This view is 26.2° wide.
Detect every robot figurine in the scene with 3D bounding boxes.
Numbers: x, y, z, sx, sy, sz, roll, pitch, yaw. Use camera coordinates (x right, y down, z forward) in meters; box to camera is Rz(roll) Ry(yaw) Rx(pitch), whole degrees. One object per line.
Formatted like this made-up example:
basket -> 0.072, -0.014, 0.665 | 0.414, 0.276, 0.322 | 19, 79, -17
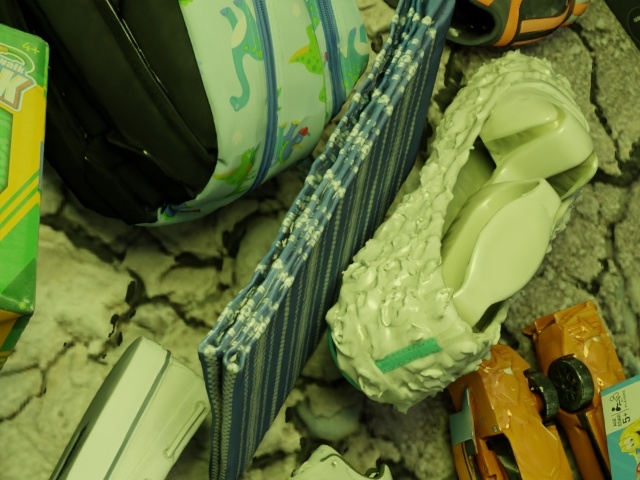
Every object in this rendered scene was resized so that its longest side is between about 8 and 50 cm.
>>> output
robot figurine -> 0.204, 0.205, 1.100 | 0.211, 0.085, 0.291 | -14, 82, -31

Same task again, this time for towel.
towel -> 0.000, 0.000, 0.970 | 0.040, 0.243, 0.336 | 25, 61, 10

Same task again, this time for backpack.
backpack -> -0.123, -0.189, 0.927 | 0.273, 0.290, 0.356 | -15, 90, -47

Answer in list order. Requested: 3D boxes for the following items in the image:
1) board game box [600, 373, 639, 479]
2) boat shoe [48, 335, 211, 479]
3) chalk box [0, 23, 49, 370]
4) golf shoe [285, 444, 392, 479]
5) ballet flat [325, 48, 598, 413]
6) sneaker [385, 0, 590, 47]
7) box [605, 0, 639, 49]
board game box -> 0.355, 0.279, 1.053 | 0.308, 0.086, 0.302 | 27, 49, -35
boat shoe -> -0.142, 0.186, 0.903 | 0.084, 0.095, 0.258 | 33, 63, -13
chalk box -> -0.275, -0.039, 0.817 | 0.180, 0.179, 0.289 | 16, 43, -25
golf shoe -> -0.015, 0.189, 0.996 | 0.176, 0.069, 0.086 | 16, 62, -37
ballet flat -> 0.146, -0.027, 1.069 | 0.147, 0.147, 0.409 | 44, 48, -12
sneaker -> 0.110, -0.316, 1.178 | 0.180, 0.124, 0.321 | -23, 87, -34
box -> 0.319, -0.333, 1.290 | 0.165, 0.143, 0.270 | -40, 97, -30
